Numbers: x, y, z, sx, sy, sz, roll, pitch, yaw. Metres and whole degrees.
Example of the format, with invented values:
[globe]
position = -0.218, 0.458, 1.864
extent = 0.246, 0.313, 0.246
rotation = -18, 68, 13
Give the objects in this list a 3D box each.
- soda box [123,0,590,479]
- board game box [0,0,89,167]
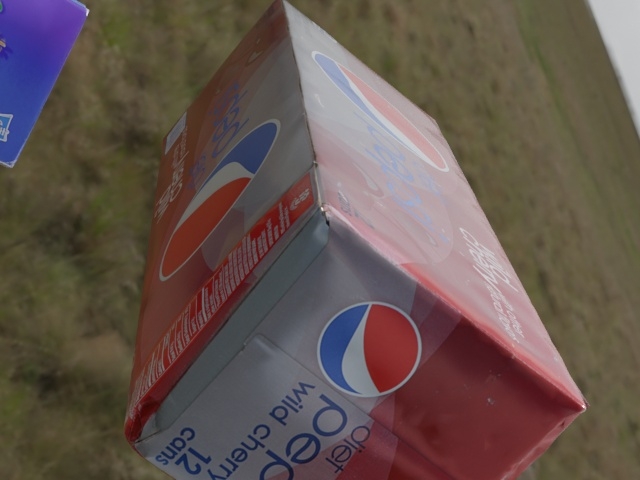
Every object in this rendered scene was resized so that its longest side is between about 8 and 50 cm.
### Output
[soda box]
position = 0.000, 0.000, 0.444
extent = 0.092, 0.083, 0.263
rotation = 38, 15, -16
[board game box]
position = -0.285, -0.142, 0.645
extent = 0.233, 0.078, 0.347
rotation = 27, -3, -32
